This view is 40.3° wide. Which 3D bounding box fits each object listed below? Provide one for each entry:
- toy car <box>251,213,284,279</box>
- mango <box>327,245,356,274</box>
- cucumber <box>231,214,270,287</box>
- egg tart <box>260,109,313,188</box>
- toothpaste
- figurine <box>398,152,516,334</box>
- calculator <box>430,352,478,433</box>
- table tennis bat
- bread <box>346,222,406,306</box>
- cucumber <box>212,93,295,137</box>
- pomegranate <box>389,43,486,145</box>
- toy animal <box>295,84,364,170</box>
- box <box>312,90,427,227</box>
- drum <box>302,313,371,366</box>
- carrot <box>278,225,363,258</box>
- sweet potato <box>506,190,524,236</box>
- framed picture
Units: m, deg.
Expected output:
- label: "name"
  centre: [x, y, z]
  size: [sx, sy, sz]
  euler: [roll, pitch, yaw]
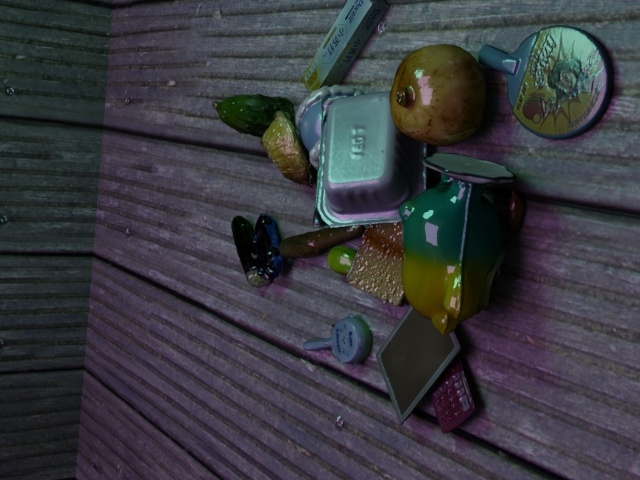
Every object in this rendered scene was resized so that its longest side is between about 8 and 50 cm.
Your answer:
- label: "toy car"
  centre: [-0.145, 0.015, 2.472]
  size: [0.103, 0.063, 0.216]
  euler: [118, 151, -42]
- label: "mango"
  centre: [0.062, 0.053, 2.195]
  size: [0.108, 0.056, 0.073]
  euler: [26, 114, 39]
- label: "cucumber"
  centre: [-0.211, 0.027, 2.558]
  size: [0.074, 0.074, 0.241]
  euler: [-54, 47, 38]
- label: "egg tart"
  centre: [-0.090, -0.232, 2.289]
  size: [0.232, 0.098, 0.252]
  euler: [67, 175, -35]
- label: "toothpaste"
  centre: [0.059, -0.497, 2.205]
  size: [0.313, 0.071, 0.089]
  euler: [-54, 52, 38]
- label: "figurine"
  centre: [0.263, 0.007, 1.766]
  size: [0.323, 0.232, 0.340]
  euler: [-103, 21, -73]
- label: "calculator"
  centre: [0.279, 0.313, 1.896]
  size: [0.126, 0.034, 0.190]
  euler: [-50, 43, 40]
- label: "table tennis bat"
  centre: [0.431, -0.321, 1.708]
  size: [0.329, 0.044, 0.215]
  euler: [38, 120, 46]
- label: "bread"
  centre: [0.156, 0.000, 2.024]
  size: [0.266, 0.142, 0.178]
  euler: [-67, 28, 14]
- label: "cucumber"
  centre: [-0.194, -0.348, 2.406]
  size: [0.134, 0.244, 0.134]
  euler: [-10, 76, 49]
- label: "pomegranate"
  centre: [0.238, -0.301, 1.828]
  size: [0.215, 0.215, 0.215]
  euler: [-2, 87, 54]
- label: "toy animal"
  centre: [0.034, -0.266, 2.158]
  size: [0.208, 0.156, 0.204]
  euler: [-53, 45, 44]
- label: "box"
  centre: [0.099, -0.205, 1.948]
  size: [0.264, 0.106, 0.336]
  euler: [-5, 65, 21]
- label: "drum"
  centre: [0.036, 0.241, 2.227]
  size: [0.253, 0.049, 0.130]
  euler: [9, 97, 54]
- label: "carrot"
  centre: [0.001, 0.000, 2.273]
  size: [0.342, 0.070, 0.070]
  euler: [-16, 76, 51]
- label: "sweet potato"
  centre: [0.393, -0.054, 1.758]
  size: [0.034, 0.034, 0.095]
  euler: [20, 116, 53]
- label: "framed picture"
  centre: [0.218, 0.252, 1.969]
  size: [0.274, 0.017, 0.217]
  euler: [-59, 33, 35]
